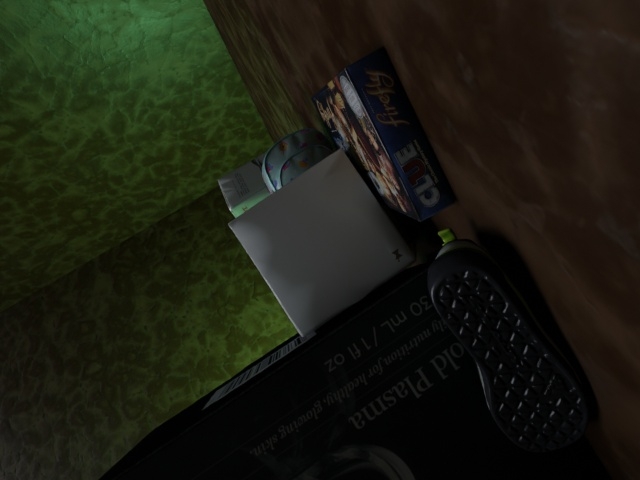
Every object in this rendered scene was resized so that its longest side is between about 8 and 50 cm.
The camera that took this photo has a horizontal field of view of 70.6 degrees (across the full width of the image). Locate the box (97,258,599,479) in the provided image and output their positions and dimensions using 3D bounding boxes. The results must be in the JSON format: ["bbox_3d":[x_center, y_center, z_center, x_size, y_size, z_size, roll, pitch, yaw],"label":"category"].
[{"bbox_3d":[0.060,0.351,0.574,0.472,0.480,0.297,57,172,4],"label":"box"}]

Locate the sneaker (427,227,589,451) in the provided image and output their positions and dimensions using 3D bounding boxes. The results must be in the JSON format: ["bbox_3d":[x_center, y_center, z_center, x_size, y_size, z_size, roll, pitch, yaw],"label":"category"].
[{"bbox_3d":[0.181,0.090,0.436,0.235,0.084,0.097,60,-157,-11],"label":"sneaker"}]

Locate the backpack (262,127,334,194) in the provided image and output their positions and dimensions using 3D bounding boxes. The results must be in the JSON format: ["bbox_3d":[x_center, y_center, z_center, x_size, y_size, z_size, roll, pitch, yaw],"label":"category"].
[{"bbox_3d":[-0.027,-0.128,0.917,0.188,0.166,0.144,56,176,2],"label":"backpack"}]

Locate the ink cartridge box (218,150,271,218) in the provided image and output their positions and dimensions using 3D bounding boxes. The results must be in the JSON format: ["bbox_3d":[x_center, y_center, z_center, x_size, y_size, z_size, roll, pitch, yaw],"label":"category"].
[{"bbox_3d":[-0.101,-0.133,1.192,0.114,0.273,0.197,58,178,35],"label":"ink cartridge box"}]

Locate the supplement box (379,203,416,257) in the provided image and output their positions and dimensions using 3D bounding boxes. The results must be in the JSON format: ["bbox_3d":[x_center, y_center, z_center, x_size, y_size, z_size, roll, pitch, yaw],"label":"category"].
[{"bbox_3d":[0.120,-0.010,0.769,0.098,0.036,0.062,58,179,31],"label":"supplement box"}]

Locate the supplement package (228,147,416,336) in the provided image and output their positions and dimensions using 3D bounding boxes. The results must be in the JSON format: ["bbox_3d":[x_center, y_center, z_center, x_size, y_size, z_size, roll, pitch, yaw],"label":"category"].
[{"bbox_3d":[0.000,0.000,0.696,0.175,0.177,0.293,57,179,-1],"label":"supplement package"}]

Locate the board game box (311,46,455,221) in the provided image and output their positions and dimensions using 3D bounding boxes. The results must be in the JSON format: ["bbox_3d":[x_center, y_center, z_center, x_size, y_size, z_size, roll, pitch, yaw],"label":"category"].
[{"bbox_3d":[0.060,-0.120,0.541,0.165,0.042,0.243,60,179,-14],"label":"board game box"}]
